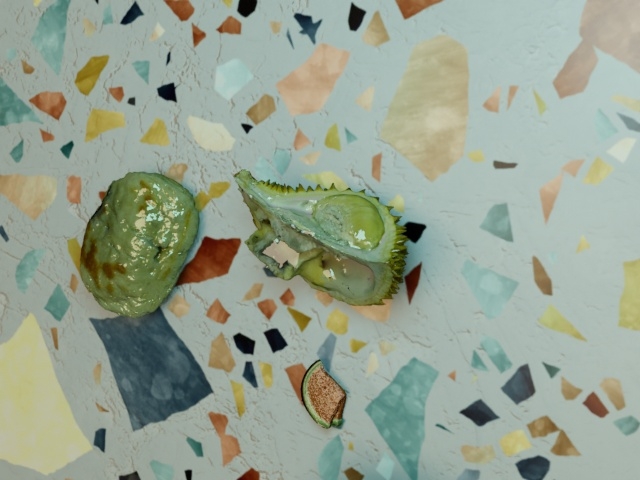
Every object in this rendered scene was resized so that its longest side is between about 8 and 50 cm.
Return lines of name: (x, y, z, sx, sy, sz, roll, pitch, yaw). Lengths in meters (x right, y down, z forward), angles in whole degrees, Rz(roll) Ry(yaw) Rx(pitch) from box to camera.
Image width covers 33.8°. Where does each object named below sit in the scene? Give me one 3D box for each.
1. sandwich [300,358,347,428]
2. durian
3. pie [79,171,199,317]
sandwich: (0.006, 0.240, 1.628, 0.069, 0.026, 0.101, -40, 80, 20)
durian: (0.000, 0.000, 1.529, 0.306, 0.166, 0.172, 33, 111, 21)
pie: (-0.313, 0.001, 1.730, 0.201, 0.090, 0.248, 32, 104, 24)
